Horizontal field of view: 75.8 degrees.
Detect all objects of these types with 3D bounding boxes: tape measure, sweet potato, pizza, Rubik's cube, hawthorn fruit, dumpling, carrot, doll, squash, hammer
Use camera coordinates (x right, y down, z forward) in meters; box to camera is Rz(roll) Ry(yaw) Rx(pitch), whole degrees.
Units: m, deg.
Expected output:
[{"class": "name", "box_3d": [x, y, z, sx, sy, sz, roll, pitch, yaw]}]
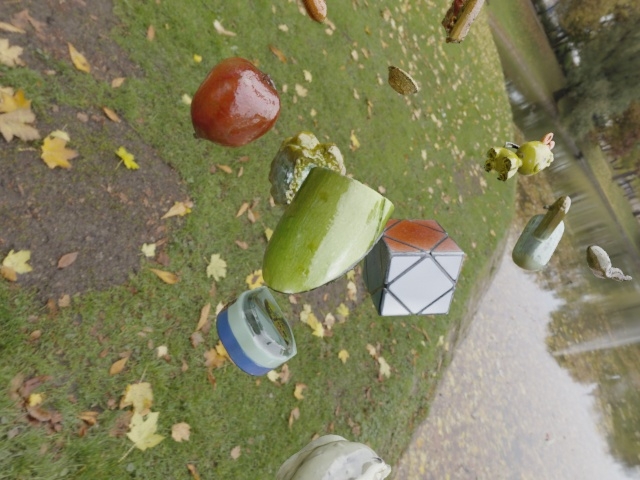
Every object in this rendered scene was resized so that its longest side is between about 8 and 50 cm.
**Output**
[{"class": "tape measure", "box_3d": [-0.198, 0.281, 1.290, 0.259, 0.138, 0.262, 56, 9, 11]}, {"class": "sweet potato", "box_3d": [0.537, 0.050, 0.781, 0.153, 0.041, 0.038, 29, 66, -29]}, {"class": "pizza", "box_3d": [0.354, -0.587, 1.059, 0.062, 0.188, 0.199, 25, 8, -9]}, {"class": "Rubik's cube", "box_3d": [0.244, 0.071, 1.145, 0.208, 0.204, 0.205, 0, 29, -11]}, {"class": "hawthorn fruit", "box_3d": [-0.278, -0.449, 1.361, 0.311, 0.295, 0.295, -40, 102, -27]}, {"class": "dumpling", "box_3d": [-0.003, 0.528, 0.921, 0.318, 0.243, 0.187, -11, 105, -37]}, {"class": "carrot", "box_3d": [-0.039, -0.719, 1.103, 0.062, 0.066, 0.271, -51, 138, -29]}, {"class": "doll", "box_3d": [0.656, -0.263, 1.325, 0.135, 0.221, 0.142, -122, -161, -45]}, {"class": "squash", "box_3d": [0.000, 0.000, 1.002, 0.210, 0.234, 0.308, 32, 83, -56]}, {"class": "hammer", "box_3d": [0.683, -0.038, 1.243, 0.201, 0.113, 0.305, -57, 157, -17]}]

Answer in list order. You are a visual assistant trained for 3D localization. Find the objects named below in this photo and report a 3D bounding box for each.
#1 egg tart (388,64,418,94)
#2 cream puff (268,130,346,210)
[{"class": "egg tart", "box_3d": [0.260, -0.513, 1.331, 0.129, 0.049, 0.129, 39, 10, -8]}, {"class": "cream puff", "box_3d": [-0.053, -0.267, 1.632, 0.270, 0.323, 0.274, 1, 34, -37]}]
